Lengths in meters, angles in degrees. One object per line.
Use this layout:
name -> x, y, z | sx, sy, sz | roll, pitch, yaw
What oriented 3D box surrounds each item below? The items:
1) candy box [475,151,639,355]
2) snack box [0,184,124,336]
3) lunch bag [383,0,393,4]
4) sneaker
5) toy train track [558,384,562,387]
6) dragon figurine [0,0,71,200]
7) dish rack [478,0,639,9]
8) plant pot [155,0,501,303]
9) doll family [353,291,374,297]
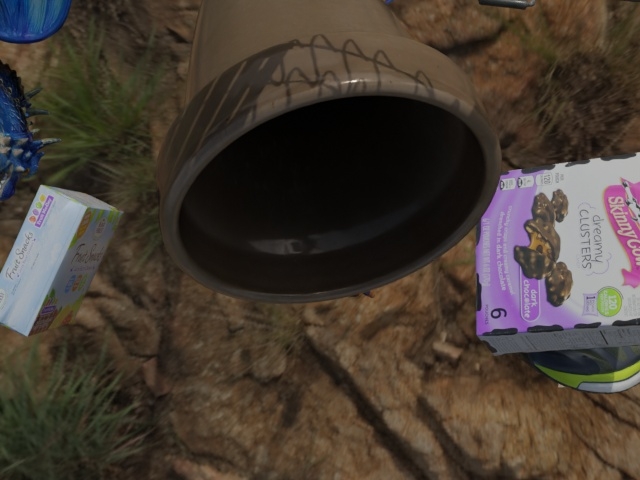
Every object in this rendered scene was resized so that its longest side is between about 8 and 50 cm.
candy box -> 0.245, 0.012, 0.906 | 0.196, 0.070, 0.165 | -7, 65, 23
snack box -> -0.336, 0.024, 1.262 | 0.070, 0.207, 0.175 | 25, 89, 0
lunch bag -> 0.125, -0.454, 1.444 | 0.303, 0.243, 0.115 | -37, 108, 6
sneaker -> 0.342, 0.073, 1.057 | 0.299, 0.111, 0.121 | -14, 113, -20
toy train track -> 0.347, 0.176, 1.346 | 0.083, 0.014, 0.048 | -2, 81, -5
dragon figurine -> -0.205, -0.166, 0.587 | 0.085, 0.144, 0.289 | 33, 113, 40
dish rack -> 0.041, -0.167, 0.493 | 0.271, 0.208, 0.074 | 9, 109, 11
plant pot -> -0.010, -0.110, 0.799 | 0.263, 0.263, 0.229 | -22, 54, 11
doll family -> 0.022, 0.004, 1.436 | 0.193, 0.111, 0.076 | 39, 108, -9
